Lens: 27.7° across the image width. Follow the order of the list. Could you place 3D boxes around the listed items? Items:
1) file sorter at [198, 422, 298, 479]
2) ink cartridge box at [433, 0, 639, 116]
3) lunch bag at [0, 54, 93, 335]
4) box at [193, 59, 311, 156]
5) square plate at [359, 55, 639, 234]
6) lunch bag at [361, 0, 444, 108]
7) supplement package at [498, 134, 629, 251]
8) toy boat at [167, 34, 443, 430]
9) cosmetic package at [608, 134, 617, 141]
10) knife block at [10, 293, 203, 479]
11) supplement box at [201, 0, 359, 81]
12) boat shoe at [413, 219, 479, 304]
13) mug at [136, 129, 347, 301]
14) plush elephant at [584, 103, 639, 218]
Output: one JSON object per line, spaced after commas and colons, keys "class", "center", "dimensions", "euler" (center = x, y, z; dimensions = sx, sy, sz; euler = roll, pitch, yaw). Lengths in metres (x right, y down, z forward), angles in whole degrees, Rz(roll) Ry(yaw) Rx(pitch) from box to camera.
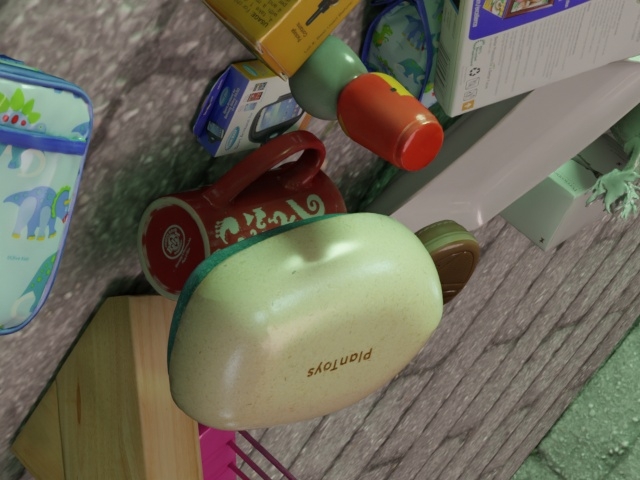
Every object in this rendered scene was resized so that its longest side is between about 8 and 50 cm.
{"class": "file sorter", "center": [-0.130, 0.375, 1.566], "dimensions": [0.202, 0.182, 0.291], "euler": [-38, 156, -24]}
{"class": "ink cartridge box", "center": [0.201, -0.207, 1.081], "dimensions": [0.208, 0.045, 0.206], "euler": [-18, 149, -12]}
{"class": "lunch bag", "center": [-0.240, -0.036, 0.737], "dimensions": [0.219, 0.090, 0.176], "euler": [10, 100, -53]}
{"class": "box", "center": [-0.049, -0.117, 1.107], "dimensions": [0.136, 0.028, 0.081], "euler": [-22, 147, -51]}
{"class": "square plate", "center": [0.220, -0.114, 1.483], "dimensions": [0.347, 0.049, 0.344], "euler": [-41, 163, 28]}
{"class": "lunch bag", "center": [0.113, -0.206, 1.167], "dimensions": [0.129, 0.096, 0.151], "euler": [-38, 166, -22]}
{"class": "supplement package", "center": [0.336, -0.079, 1.774], "dimensions": [0.179, 0.105, 0.105], "euler": [-27, 150, -43]}
{"class": "toy boat", "center": [0.000, 0.000, 1.054], "dimensions": [0.267, 0.148, 0.318], "euler": [-8, 126, -40]}
{"class": "cosmetic package", "center": [0.489, -0.157, 1.983], "dimensions": [0.239, 0.060, 0.099], "euler": [-22, 144, -47]}
{"class": "knife block", "center": [-0.155, 0.217, 1.180], "dimensions": [0.276, 0.242, 0.088], "euler": [-55, 158, 17]}
{"class": "supplement box", "center": [0.018, -0.236, 0.969], "dimensions": [0.233, 0.080, 0.078], "euler": [-50, 157, 0]}
{"class": "boat shoe", "center": [0.069, 0.042, 1.409], "dimensions": [0.109, 0.098, 0.302], "euler": [-6, 157, -26]}
{"class": "mug", "center": [-0.071, -0.023, 1.148], "dimensions": [0.169, 0.113, 0.150], "euler": [-13, 108, -48]}
{"class": "plush elephant", "center": [0.482, -0.176, 1.688], "dimensions": [0.330, 0.272, 0.255], "euler": [-57, 164, 21]}
